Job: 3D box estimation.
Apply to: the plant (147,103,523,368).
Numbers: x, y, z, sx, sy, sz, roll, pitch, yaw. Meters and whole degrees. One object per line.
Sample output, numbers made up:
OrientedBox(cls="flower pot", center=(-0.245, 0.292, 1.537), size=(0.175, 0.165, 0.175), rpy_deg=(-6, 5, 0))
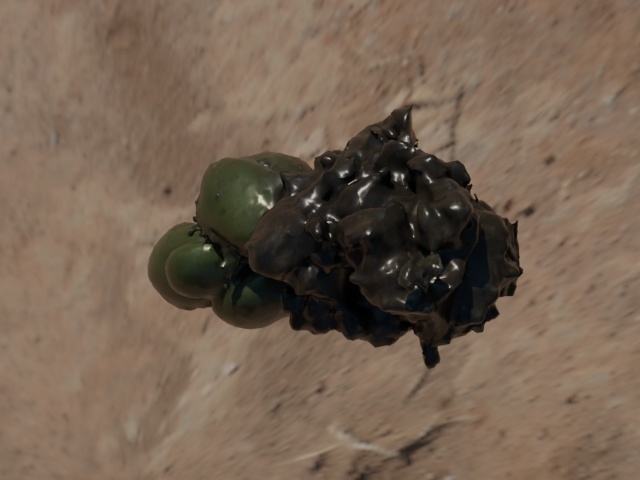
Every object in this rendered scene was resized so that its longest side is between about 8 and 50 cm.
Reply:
OrientedBox(cls="plant", center=(0.000, 0.000, 0.675), size=(0.085, 0.174, 0.087), rpy_deg=(-7, 93, -36))
